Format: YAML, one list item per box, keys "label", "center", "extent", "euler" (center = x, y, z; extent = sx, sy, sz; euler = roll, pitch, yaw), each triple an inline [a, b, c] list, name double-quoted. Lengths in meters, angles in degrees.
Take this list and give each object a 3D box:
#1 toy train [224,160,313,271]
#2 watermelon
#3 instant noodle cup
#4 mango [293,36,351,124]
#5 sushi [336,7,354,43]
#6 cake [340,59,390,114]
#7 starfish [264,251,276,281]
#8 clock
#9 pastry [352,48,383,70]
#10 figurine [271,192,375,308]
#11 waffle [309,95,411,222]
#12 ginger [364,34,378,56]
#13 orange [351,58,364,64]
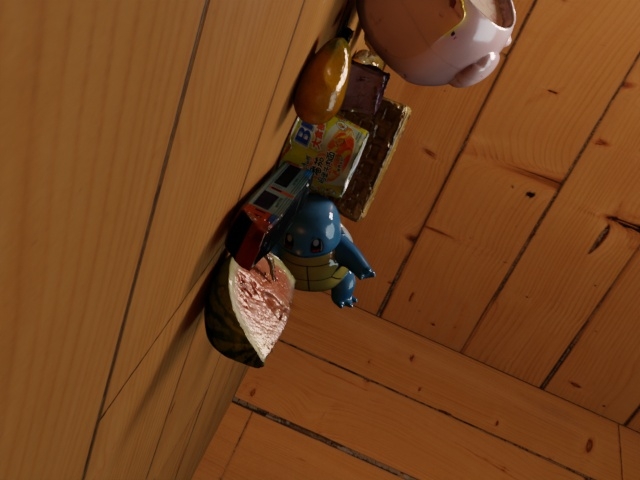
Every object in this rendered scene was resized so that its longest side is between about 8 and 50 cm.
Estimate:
- label: "toy train"
  center: [-0.096, -0.056, 1.541]
  extent: [0.086, 0.089, 0.409]
  euler: [-64, 178, 21]
- label: "watermelon"
  center: [-0.157, 0.120, 1.556]
  extent: [0.128, 0.159, 0.303]
  euler: [-36, -164, 23]
- label: "instant noodle cup"
  center: [0.006, -0.187, 1.798]
  extent: [0.205, 0.153, 0.205]
  euler: [25, 90, -88]
- label: "mango"
  center: [0.006, -0.293, 1.552]
  extent: [0.115, 0.089, 0.165]
  euler: [82, 27, -68]
- label: "sushi"
  center: [0.051, -0.433, 1.848]
  extent: [0.126, 0.026, 0.120]
  euler: [111, 3, -67]
- label: "cake"
  center: [0.091, -0.352, 1.865]
  extent: [0.295, 0.116, 0.112]
  euler: [-68, 177, -70]
- label: "starfish"
  center: [-0.110, 0.016, 1.568]
  extent: [0.041, 0.130, 0.133]
  euler: [-33, -174, 27]
- label: "clock"
  center: [0.257, -0.499, 1.797]
  extent: [0.251, 0.368, 0.377]
  euler: [-32, 177, 37]
- label: "pastry"
  center: [0.111, -0.443, 2.371]
  extent: [0.182, 0.093, 0.192]
  euler: [-63, 178, -11]
- label: "figurine"
  center: [-0.009, 0.039, 1.943]
  extent: [0.416, 0.298, 0.242]
  euler: [54, 49, -79]
- label: "waffle"
  center: [0.066, -0.223, 2.013]
  extent: [0.308, 0.213, 0.091]
  euler: [-66, 173, 15]
- label: "ginger"
  center: [0.184, -0.593, 2.067]
  extent: [0.189, 0.126, 0.354]
  euler: [-60, 178, -15]
- label: "orange"
  center: [0.076, -0.407, 2.055]
  extent: [0.083, 0.084, 0.083]
  euler: [24, 90, -88]
